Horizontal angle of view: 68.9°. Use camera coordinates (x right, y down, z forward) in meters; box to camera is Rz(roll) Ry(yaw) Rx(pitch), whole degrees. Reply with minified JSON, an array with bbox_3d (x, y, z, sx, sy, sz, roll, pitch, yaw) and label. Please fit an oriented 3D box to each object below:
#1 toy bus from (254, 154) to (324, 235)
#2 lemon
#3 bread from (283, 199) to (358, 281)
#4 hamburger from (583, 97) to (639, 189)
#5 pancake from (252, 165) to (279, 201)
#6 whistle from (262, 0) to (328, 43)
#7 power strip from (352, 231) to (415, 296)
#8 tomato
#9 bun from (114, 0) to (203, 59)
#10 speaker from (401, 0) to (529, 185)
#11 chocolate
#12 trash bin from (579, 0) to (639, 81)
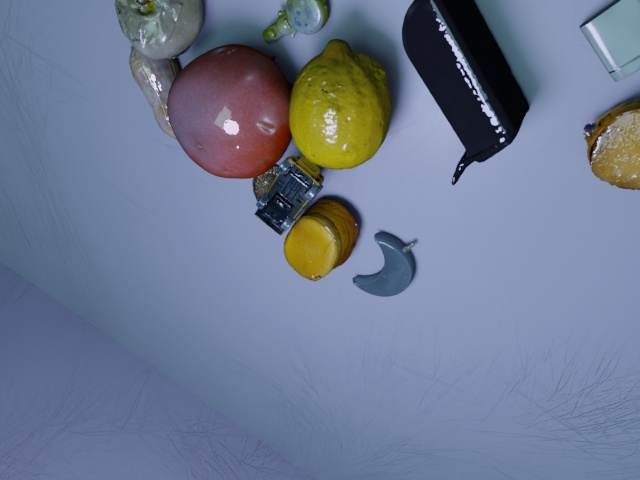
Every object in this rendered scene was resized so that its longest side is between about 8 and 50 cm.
[{"bbox_3d":[-0.083,-0.131,1.313,0.121,0.123,0.335,41,148,-2],"label":"toy bus"},{"bbox_3d":[0.046,-0.311,1.109,0.246,0.245,0.319,16,133,19],"label":"lemon"},{"bbox_3d":[0.000,0.000,1.421,0.195,0.143,0.269,40,136,10],"label":"bread"},{"bbox_3d":[0.643,-0.201,0.932,0.182,0.118,0.191,41,136,-7],"label":"hamburger"},{"bbox_3d":[-0.133,-0.147,1.474,0.200,0.021,0.199,15,128,20],"label":"pancake"},{"bbox_3d":[-0.064,-0.539,1.139,0.199,0.057,0.104,-11,122,43],"label":"whistle"},{"bbox_3d":[0.206,0.080,1.424,0.168,0.054,0.253,29,132,5],"label":"power strip"},{"bbox_3d":[-0.228,-0.323,1.218,0.342,0.273,0.341,29,138,30],"label":"tomato"},{"bbox_3d":[-0.423,-0.599,1.202,0.240,0.141,0.238,1,102,6],"label":"bun"},{"bbox_3d":[0.289,-0.334,1.003,0.184,0.180,0.388,-20,111,43],"label":"speaker"},{"bbox_3d":[-0.461,-0.442,1.374,0.134,0.134,0.309,-2,120,31],"label":"chocolate"},{"bbox_3d":[0.578,-0.387,0.875,0.130,0.059,0.116,50,131,-8],"label":"trash bin"}]
